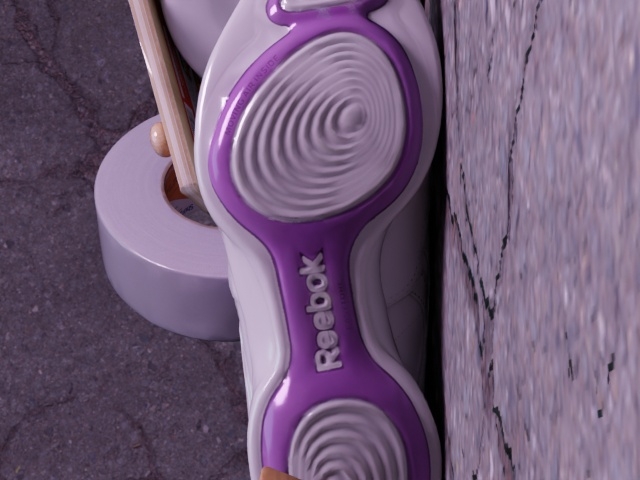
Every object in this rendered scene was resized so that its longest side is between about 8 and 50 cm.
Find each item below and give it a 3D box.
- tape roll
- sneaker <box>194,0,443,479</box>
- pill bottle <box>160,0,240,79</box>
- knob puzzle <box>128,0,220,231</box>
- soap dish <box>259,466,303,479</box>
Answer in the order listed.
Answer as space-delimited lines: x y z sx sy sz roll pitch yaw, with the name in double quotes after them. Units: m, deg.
-0.068 -0.021 1.107 0.219 0.219 0.072 -92 3 -48 "tape roll"
-0.003 0.004 0.686 0.152 0.114 0.305 -121 31 -84 "sneaker"
-0.019 -0.172 0.815 0.246 0.136 0.136 -96 6 -69 "pill bottle"
-0.085 -0.091 0.788 0.213 0.030 0.213 -18 -90 -85 "knob puzzle"
0.004 0.260 0.481 0.229 0.118 0.291 -96 5 -72 "soap dish"
